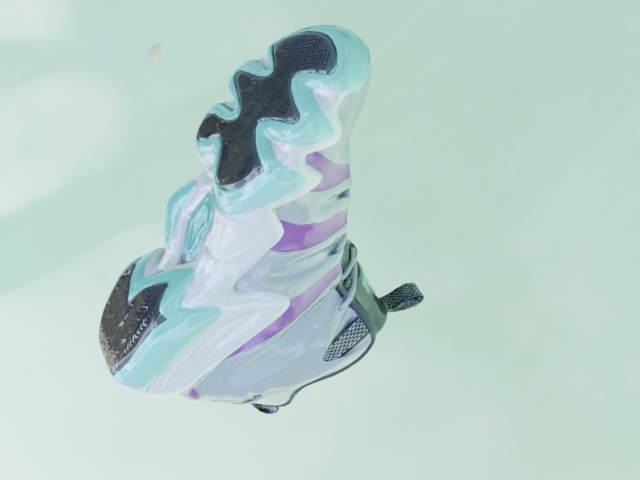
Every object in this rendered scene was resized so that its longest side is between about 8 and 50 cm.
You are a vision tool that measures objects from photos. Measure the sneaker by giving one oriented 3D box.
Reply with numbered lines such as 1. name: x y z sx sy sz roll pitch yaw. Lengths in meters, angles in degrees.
1. sneaker: 0.000 0.000 0.367 0.098 0.069 0.038 -54 36 26
